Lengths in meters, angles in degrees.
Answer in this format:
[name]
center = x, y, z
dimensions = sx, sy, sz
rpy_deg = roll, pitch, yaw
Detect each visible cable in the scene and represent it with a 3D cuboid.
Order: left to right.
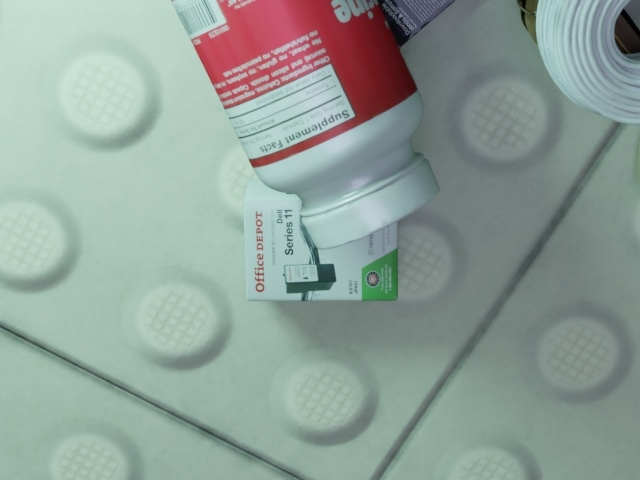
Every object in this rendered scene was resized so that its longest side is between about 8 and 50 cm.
[cable]
center = 0.390, -0.266, 1.774
dimensions = 0.257, 0.089, 0.257
rpy_deg = 12, 113, -18

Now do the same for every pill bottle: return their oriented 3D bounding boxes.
[pill bottle]
center = -0.015, -0.207, 1.793
dimensions = 0.229, 0.229, 0.407
rpy_deg = -24, 100, 10

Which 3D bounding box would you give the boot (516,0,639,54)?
[boot]
center = 0.284, -0.322, 1.844
dimensions = 0.115, 0.112, 0.305
rpy_deg = -34, 110, 20

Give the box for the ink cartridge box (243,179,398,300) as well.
[ink cartridge box]
center = 0.000, 0.000, 1.977
dimensions = 0.208, 0.087, 0.153
rpy_deg = -1, 110, 2

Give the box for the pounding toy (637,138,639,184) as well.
[pounding toy]
center = 0.530, -0.093, 1.892
dimensions = 0.110, 0.237, 0.183
rpy_deg = -2, 117, -32

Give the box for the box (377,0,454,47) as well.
[box]
center = 0.124, -0.343, 1.875
dimensions = 0.162, 0.029, 0.116
rpy_deg = -40, 105, 13
